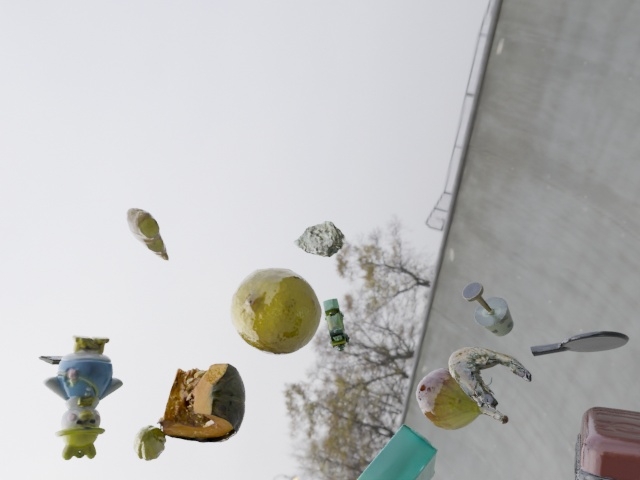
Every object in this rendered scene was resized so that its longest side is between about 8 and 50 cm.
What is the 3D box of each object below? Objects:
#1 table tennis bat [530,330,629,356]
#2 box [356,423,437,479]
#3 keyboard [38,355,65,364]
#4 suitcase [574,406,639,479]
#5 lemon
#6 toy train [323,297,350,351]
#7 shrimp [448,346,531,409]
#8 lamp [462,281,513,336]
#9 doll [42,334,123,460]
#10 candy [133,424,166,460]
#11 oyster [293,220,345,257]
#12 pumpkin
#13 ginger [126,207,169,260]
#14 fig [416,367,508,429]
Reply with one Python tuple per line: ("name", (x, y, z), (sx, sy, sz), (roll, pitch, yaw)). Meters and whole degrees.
("table tennis bat", (0.651, 0.265, 1.433), (0.150, 0.236, 0.027), (29, -126, -43))
("box", (0.169, 0.660, 1.483), (0.311, 0.118, 0.205), (-43, -34, -24))
("keyboard", (-0.658, 0.305, 1.449), (0.129, 0.049, 0.015), (35, -108, -70))
("suitcase", (0.534, 0.359, 0.831), (0.236, 0.297, 0.161), (4, -90, -64))
("lemon", (-0.126, 0.201, 1.613), (0.284, 0.260, 0.261), (42, -118, -40))
("toy train", (0.037, 0.199, 1.349), (0.081, 0.050, 0.122), (77, -179, -51))
("shrimp", (0.344, 0.270, 1.142), (0.217, 0.150, 0.051), (-95, 1, -72))
("lamp", (0.558, 0.226, 1.885), (0.214, 0.121, 0.121), (45, -126, -26))
("doll", (-0.477, 0.314, 1.141), (0.135, 0.098, 0.241), (37, -134, -62))
("candy", (-0.546, 0.638, 1.800), (0.106, 0.094, 0.199), (-47, -10, -28))
("oyster", (0.000, -0.001, 1.203), (0.037, 0.098, 0.100), (-49, -8, -50))
("pumpkin", (-0.398, 0.562, 1.951), (0.256, 0.303, 0.225), (59, -150, -49))
("ginger", (-0.571, -0.013, 1.892), (0.086, 0.131, 0.294), (-53, -14, -21))
("fig", (0.348, 0.426, 1.422), (0.143, 0.231, 0.160), (-50, -46, 2))
